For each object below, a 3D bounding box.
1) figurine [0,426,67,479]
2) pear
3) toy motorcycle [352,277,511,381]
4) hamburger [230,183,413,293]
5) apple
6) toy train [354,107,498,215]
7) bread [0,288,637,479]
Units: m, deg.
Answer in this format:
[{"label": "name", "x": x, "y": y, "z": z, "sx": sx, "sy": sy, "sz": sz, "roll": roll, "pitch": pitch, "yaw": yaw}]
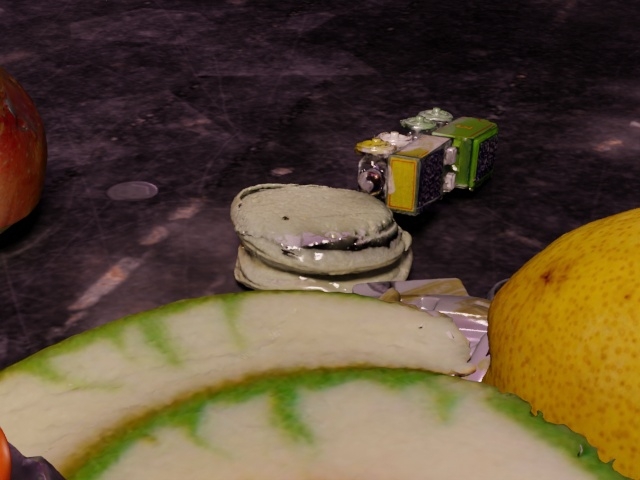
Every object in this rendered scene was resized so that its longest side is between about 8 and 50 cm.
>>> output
[{"label": "figurine", "x": -0.164, "y": 0.061, "z": 0.308, "sx": 0.143, "sy": 0.308, "sz": 0.308, "roll": -6, "pitch": 24, "yaw": 16}, {"label": "pear", "x": 0.177, "y": 0.079, "z": 0.636, "sx": 0.209, "sy": 0.209, "sz": 0.209, "roll": 1, "pitch": 26, "yaw": 0}, {"label": "toy motorcycle", "x": 0.079, "y": 0.076, "z": 0.791, "sx": 0.225, "sy": 0.073, "sz": 0.152, "roll": -7, "pitch": 30, "yaw": -17}, {"label": "hamburger", "x": 0.000, "y": 0.000, "z": 0.953, "sx": 0.140, "sy": 0.062, "sz": 0.133, "roll": 2, "pitch": 25, "yaw": 6}, {"label": "apple", "x": -0.317, "y": -0.082, "z": 1.003, "sx": 0.207, "sy": 0.174, "sz": 0.188, "roll": 20, "pitch": 31, "yaw": 2}, {"label": "toy train", "x": 0.092, "y": -0.068, "z": 1.074, "sx": 0.081, "sy": 0.060, "sz": 0.202, "roll": 11, "pitch": 20, "yaw": 22}, {"label": "bread", "x": -0.028, "y": 0.161, "z": 0.528, "sx": 0.366, "sy": 0.129, "sz": 0.382, "roll": 5, "pitch": 31, "yaw": 23}]
